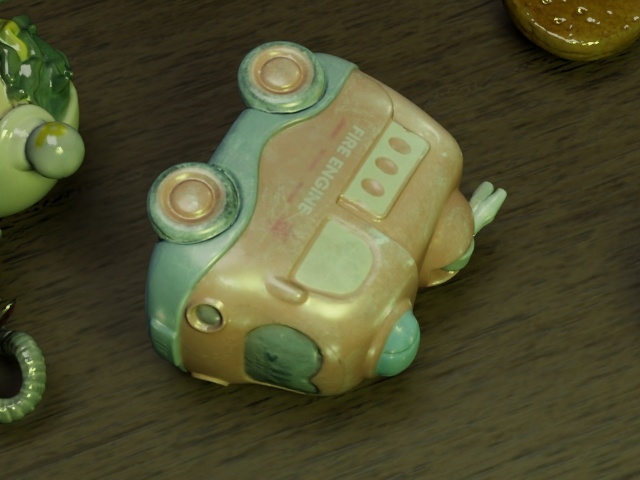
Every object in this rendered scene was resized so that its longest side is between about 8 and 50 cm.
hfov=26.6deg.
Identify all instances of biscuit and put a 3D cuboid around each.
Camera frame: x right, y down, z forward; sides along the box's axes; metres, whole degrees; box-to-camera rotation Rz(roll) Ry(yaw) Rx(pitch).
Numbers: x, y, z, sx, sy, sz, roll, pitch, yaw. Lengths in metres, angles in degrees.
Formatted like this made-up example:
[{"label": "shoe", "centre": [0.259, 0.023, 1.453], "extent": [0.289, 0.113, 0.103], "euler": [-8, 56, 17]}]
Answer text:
[{"label": "biscuit", "centre": [0.281, -0.344, 1.372], "extent": [0.283, 0.064, 0.432], "euler": [14, 60, 6]}]

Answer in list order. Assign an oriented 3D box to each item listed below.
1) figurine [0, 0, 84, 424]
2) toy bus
[{"label": "figurine", "centre": [-0.330, -0.045, 1.180], "extent": [0.261, 0.186, 0.382], "euler": [7, 59, 8]}, {"label": "toy bus", "centre": [0.000, 0.000, 1.113], "extent": [0.231, 0.197, 0.294], "euler": [27, 61, 11]}]
